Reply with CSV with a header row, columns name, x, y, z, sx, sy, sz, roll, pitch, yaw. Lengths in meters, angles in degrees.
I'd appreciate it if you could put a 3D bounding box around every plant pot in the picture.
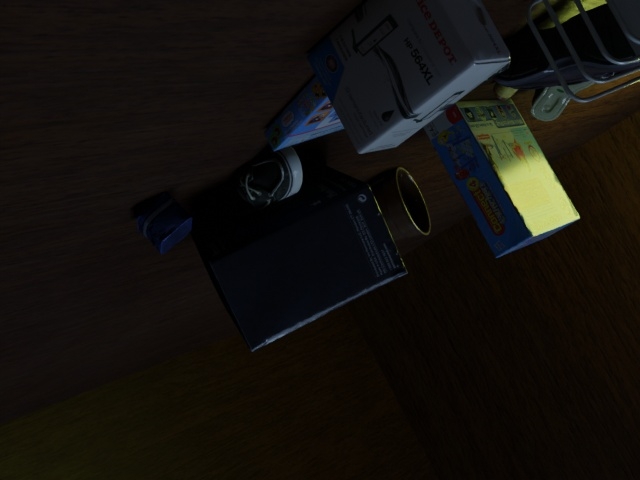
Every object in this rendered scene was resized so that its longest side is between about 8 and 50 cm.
name,x,y,z,sx,sy,sz,roll,pitch,yaw
plant pot,0.143,-0.060,2.289,0.165,0.167,0.167,-23,174,23

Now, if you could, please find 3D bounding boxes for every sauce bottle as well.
name,x,y,z,sx,sy,sz,roll,pitch,yaw
sauce bottle,0.369,-0.307,1.877,0.042,0.042,0.128,-25,173,-22

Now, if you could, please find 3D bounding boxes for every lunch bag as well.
name,x,y,z,sx,sy,sz,roll,pitch,yaw
lunch bag,-0.242,-0.028,1.534,0.067,0.065,0.098,-42,175,-18

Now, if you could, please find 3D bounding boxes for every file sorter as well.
name,x,y,z,sx,sy,sz,roll,pitch,yaw
file sorter,0.434,-0.339,1.395,0.173,0.193,0.278,-23,170,-16

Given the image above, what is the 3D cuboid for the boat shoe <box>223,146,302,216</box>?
name,x,y,z,sx,sy,sz,roll,pitch,yaw
boat shoe,-0.096,-0.086,1.606,0.070,0.078,0.219,-25,173,-29

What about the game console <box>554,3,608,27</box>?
name,x,y,z,sx,sy,sz,roll,pitch,yaw
game console,0.477,-0.386,1.689,0.361,0.044,0.213,-25,162,22

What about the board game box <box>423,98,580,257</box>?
name,x,y,z,sx,sy,sz,roll,pitch,yaw
board game box,0.372,-0.136,2.025,0.086,0.302,0.308,-33,170,31

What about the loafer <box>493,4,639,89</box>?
name,x,y,z,sx,sy,sz,roll,pitch,yaw
loafer,0.432,-0.310,1.643,0.302,0.109,0.095,-9,165,24

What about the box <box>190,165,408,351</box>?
name,x,y,z,sx,sy,sz,roll,pitch,yaw
box,-0.050,0.019,1.741,0.294,0.183,0.296,-28,-165,-8

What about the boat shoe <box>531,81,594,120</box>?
name,x,y,z,sx,sy,sz,roll,pitch,yaw
boat shoe,0.521,-0.348,2.085,0.233,0.084,0.079,-49,-163,50

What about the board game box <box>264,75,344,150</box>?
name,x,y,z,sx,sy,sz,roll,pitch,yaw
board game box,0.034,-0.208,1.416,0.160,0.039,0.211,-22,170,-38

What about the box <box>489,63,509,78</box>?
name,x,y,z,sx,sy,sz,roll,pitch,yaw
box,0.247,-0.283,1.566,0.083,0.062,0.052,-29,171,3

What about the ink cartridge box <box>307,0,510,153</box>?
name,x,y,z,sx,sy,sz,roll,pitch,yaw
ink cartridge box,0.101,-0.219,1.190,0.086,0.148,0.203,-16,165,-47
